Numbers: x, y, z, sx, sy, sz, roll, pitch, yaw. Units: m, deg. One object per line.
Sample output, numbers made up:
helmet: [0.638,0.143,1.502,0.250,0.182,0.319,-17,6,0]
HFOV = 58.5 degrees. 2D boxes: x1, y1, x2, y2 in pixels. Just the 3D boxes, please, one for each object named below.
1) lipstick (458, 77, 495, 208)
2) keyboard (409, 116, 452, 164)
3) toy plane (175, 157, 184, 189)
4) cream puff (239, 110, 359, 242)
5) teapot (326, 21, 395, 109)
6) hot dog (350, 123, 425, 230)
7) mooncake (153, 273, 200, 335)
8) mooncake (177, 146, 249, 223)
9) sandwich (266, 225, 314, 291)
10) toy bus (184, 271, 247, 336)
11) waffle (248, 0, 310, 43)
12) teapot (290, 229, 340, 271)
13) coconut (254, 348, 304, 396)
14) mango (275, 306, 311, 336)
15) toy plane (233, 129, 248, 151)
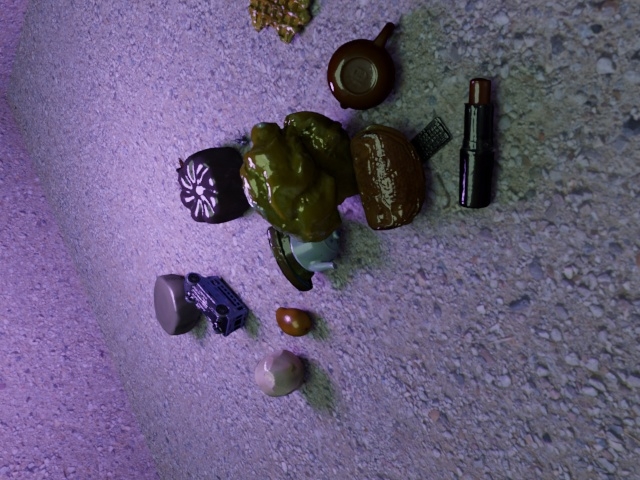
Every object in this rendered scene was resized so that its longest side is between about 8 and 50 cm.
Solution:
lipstick: [0.364,-0.221,1.320,0.081,0.081,0.300,17,115,43]
keyboard: [0.246,-0.226,1.489,0.231,0.023,0.072,-41,74,46]
toy plane: [-0.559,-0.257,2.318,0.188,0.062,0.135,56,162,22]
cream puff: [-0.034,-0.196,1.566,0.275,0.378,0.379,-29,80,28]
teapot: [0.118,-0.451,1.488,0.178,0.135,0.252,31,110,-4]
hot dog: [0.168,-0.168,1.492,0.196,0.122,0.273,-9,97,45]
mooncake: [-0.641,0.281,2.533,0.274,0.135,0.275,16,112,46]
mooncake: [-0.393,-0.196,2.095,0.306,0.154,0.306,22,121,42]
sandwich: [-0.072,0.050,1.829,0.079,0.159,0.235,-19,90,32]
toy bus: [-0.424,0.239,2.284,0.292,0.133,0.126,42,135,27]
waffle: [-0.131,-0.724,1.710,0.291,0.051,0.291,18,116,41]
teapot: [0.000,0.000,1.747,0.159,0.158,0.232,-40,46,46]
coconut: [-0.137,0.475,2.032,0.182,0.170,0.171,-27,83,50]
mango: [-0.103,0.281,1.987,0.184,0.084,0.102,7,107,51]
toy plane: [-0.279,-0.350,2.007,0.083,0.031,0.079,14,113,44]
